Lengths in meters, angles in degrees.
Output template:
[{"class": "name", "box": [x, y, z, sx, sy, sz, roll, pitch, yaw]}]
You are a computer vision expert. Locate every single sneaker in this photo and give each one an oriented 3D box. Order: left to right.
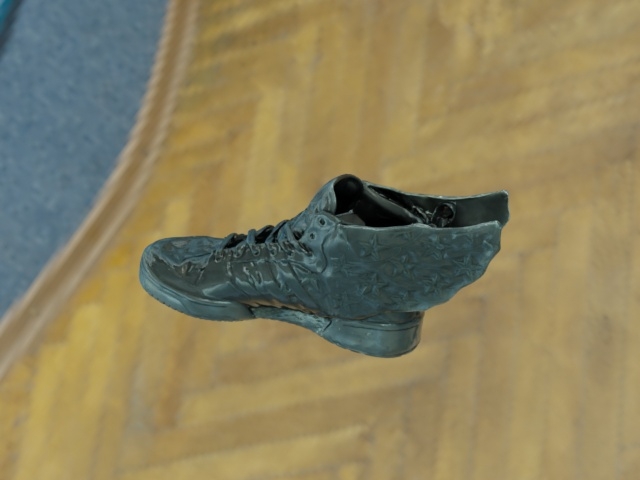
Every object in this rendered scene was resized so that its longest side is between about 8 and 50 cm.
[{"class": "sneaker", "box": [-0.001, 0.001, 0.882, 0.170, 0.089, 0.051, 14, 35, 9]}]
